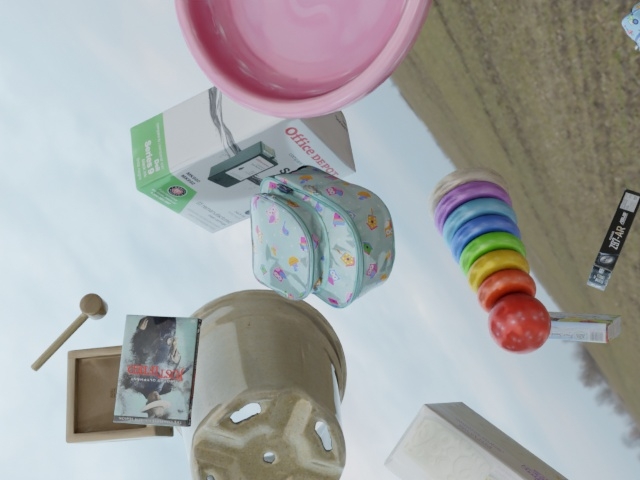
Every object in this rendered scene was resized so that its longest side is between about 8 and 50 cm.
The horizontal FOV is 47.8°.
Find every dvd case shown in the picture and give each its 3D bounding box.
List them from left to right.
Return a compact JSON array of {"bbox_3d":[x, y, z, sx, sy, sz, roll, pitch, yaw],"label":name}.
[{"bbox_3d":[-0.181,0.143,0.802,0.013,0.087,0.120,57,-144,-76],"label":"dvd case"}]

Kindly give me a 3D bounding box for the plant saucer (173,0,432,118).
[{"bbox_3d":[-0.017,-0.306,0.819,0.332,0.332,0.084,56,-152,9],"label":"plant saucer"}]

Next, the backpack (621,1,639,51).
[{"bbox_3d":[0.616,-0.375,1.249,0.173,0.158,0.117,-8,-102,-49],"label":"backpack"}]

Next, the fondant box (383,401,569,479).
[{"bbox_3d":[0.238,0.323,0.959,0.238,0.096,0.330,35,-178,22],"label":"fondant box"}]

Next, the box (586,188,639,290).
[{"bbox_3d":[0.284,0.000,0.697,0.018,0.083,0.067,23,168,21],"label":"box"}]

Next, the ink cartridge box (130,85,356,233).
[{"bbox_3d":[-0.119,-0.143,1.142,0.211,0.289,0.122,35,-142,-56],"label":"ink cartridge box"}]

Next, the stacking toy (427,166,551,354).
[{"bbox_3d":[0.269,0.037,1.133,0.141,0.141,0.330,44,-154,-40],"label":"stacking toy"}]

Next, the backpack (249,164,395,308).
[{"bbox_3d":[0.000,0.000,0.951,0.188,0.166,0.144,20,-150,33],"label":"backpack"}]

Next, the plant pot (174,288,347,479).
[{"bbox_3d":[-0.095,0.278,1.148,0.334,0.334,0.305,51,-179,-15],"label":"plant pot"}]

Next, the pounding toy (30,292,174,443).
[{"bbox_3d":[-0.311,0.184,1.040,0.094,0.181,0.206,67,-162,-72],"label":"pounding toy"}]

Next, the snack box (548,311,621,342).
[{"bbox_3d":[0.448,0.152,1.279,0.100,0.141,0.037,-4,-87,-55],"label":"snack box"}]
